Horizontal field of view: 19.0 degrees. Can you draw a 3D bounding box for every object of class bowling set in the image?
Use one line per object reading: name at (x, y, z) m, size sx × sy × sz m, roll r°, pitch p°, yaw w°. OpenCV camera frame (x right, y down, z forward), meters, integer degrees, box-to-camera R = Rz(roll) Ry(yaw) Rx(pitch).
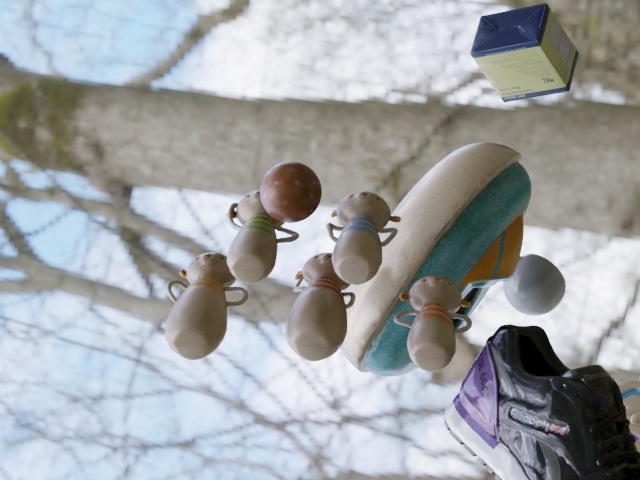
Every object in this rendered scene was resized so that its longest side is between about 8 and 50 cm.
bowling set at (0.000, 0.000, 1.731) m, size 0.154 × 0.287 × 0.199 m, roll -78°, pitch -7°, yaw -61°

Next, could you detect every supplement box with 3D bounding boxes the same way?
supplement box at (0.219, -0.200, 2.051) m, size 0.083 × 0.083 × 0.056 m, roll 49°, pitch -134°, yaw -39°

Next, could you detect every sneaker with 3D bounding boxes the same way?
sneaker at (0.223, 0.177, 1.636) m, size 0.107 × 0.283 × 0.124 m, roll 0°, pitch -58°, yaw -45°

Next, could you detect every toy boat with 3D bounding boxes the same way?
toy boat at (0.154, 0.028, 1.954) m, size 0.267 × 0.148 × 0.318 m, roll -57°, pitch -17°, yaw 14°

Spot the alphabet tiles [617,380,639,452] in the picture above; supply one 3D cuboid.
alphabet tiles at (0.417, 0.196, 1.940) m, size 0.278 × 0.284 × 0.021 m, roll -21°, pitch -62°, yaw -31°
